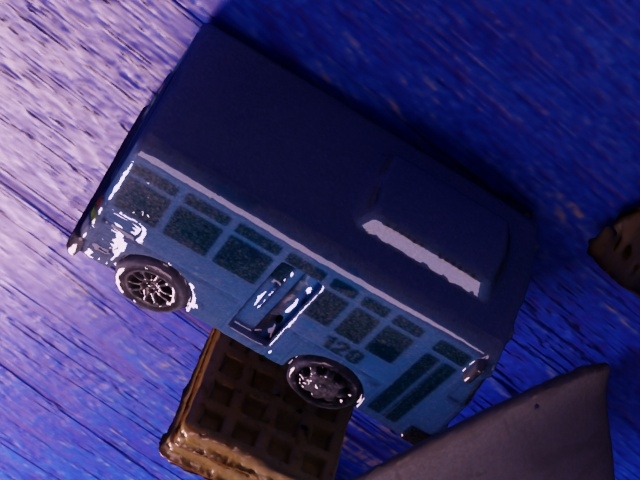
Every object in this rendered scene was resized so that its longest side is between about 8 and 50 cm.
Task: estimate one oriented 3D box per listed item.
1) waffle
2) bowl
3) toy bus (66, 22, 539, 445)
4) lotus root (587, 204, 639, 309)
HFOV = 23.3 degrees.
[{"bbox_3d":[-0.027,0.091,0.934,0.102,0.148,0.042,25,131,-3],"label":"waffle"},{"bbox_3d":[0.063,0.204,0.881,0.146,0.313,0.313,59,141,12],"label":"bowl"},{"bbox_3d":[0.000,0.000,0.836,0.234,0.116,0.133,30,139,-9],"label":"toy bus"},{"bbox_3d":[0.226,0.021,0.780,0.135,0.095,0.159,25,148,-11],"label":"lotus root"}]
